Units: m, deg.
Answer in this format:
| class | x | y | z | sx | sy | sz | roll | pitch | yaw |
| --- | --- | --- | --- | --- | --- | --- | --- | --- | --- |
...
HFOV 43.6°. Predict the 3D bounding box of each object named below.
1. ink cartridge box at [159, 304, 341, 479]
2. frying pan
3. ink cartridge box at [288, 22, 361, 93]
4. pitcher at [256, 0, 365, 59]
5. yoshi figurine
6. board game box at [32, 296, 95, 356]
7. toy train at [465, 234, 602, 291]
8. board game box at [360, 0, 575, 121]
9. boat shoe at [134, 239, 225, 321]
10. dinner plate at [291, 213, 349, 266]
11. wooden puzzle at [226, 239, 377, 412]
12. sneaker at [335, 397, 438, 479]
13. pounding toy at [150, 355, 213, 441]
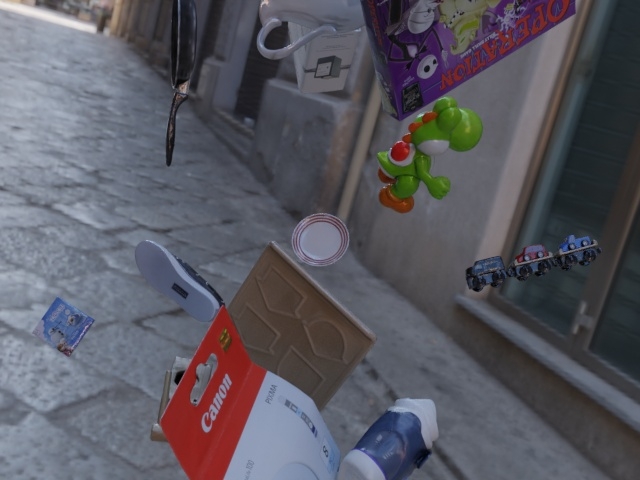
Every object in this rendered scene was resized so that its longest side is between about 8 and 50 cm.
| class | x | y | z | sx | sy | sz | roll | pitch | yaw |
| --- | --- | --- | --- | --- | --- | --- | --- | --- | --- |
| ink cartridge box | -0.096 | 0.336 | 1.335 | 0.091 | 0.385 | 0.308 | -14 | 26 | 21 |
| frying pan | -0.257 | -0.320 | 1.479 | 0.053 | 0.326 | 0.197 | 0 | -15 | -14 |
| ink cartridge box | 0.003 | -0.494 | 1.858 | 0.114 | 0.198 | 0.273 | -7 | -16 | -10 |
| pitcher | -0.007 | -0.393 | 1.365 | 0.207 | 0.178 | 0.125 | -1 | -15 | 11 |
| yoshi figurine | 0.295 | -0.226 | 2.079 | 0.203 | 0.362 | 0.203 | 46 | 51 | 8 |
| board game box | -0.525 | 0.176 | 1.636 | 0.090 | 0.090 | 0.020 | 34 | -5 | -2 |
| toy train | 0.237 | 0.023 | 0.892 | 0.158 | 0.036 | 0.027 | -13 | -17 | -6 |
| board game box | 0.219 | -0.339 | 1.128 | 0.346 | 0.208 | 0.056 | -33 | 49 | -15 |
| boat shoe | -0.286 | 0.081 | 1.661 | 0.228 | 0.080 | 0.076 | 37 | 15 | 14 |
| dinner plate | 0.000 | 0.000 | 1.955 | 0.141 | 0.141 | 0.017 | 18 | -19 | 13 |
| wooden puzzle | -0.058 | 0.209 | 1.816 | 0.322 | 0.348 | 0.080 | 43 | 36 | 14 |
| sneaker | 0.134 | 0.418 | 1.532 | 0.236 | 0.323 | 0.130 | -37 | 67 | -29 |
| pounding toy | -0.274 | 0.334 | 1.613 | 0.094 | 0.181 | 0.206 | 13 | 32 | -3 |
